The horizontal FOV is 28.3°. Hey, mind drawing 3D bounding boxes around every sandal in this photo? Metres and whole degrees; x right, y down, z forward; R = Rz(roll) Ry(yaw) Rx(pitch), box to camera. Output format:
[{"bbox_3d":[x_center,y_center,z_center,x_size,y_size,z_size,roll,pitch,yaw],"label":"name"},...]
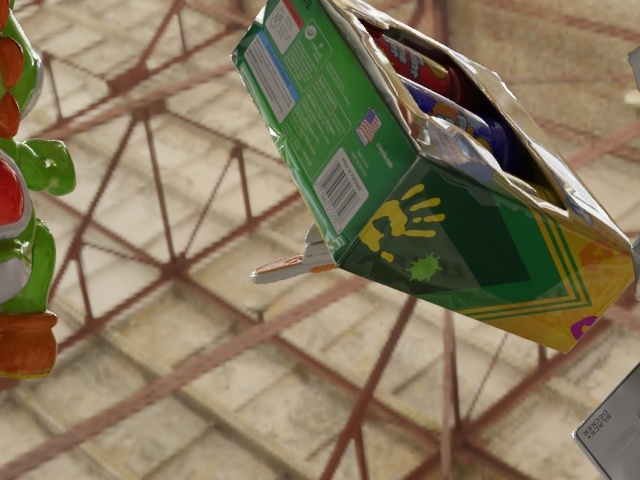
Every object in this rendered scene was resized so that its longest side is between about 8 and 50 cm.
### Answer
[{"bbox_3d":[-0.005,0.004,1.930,0.265,0.076,0.102,-16,-168,26],"label":"sandal"}]

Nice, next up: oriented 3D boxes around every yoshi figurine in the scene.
[{"bbox_3d":[-0.309,-0.069,1.048,0.203,0.362,0.203,5,-167,8],"label":"yoshi figurine"}]

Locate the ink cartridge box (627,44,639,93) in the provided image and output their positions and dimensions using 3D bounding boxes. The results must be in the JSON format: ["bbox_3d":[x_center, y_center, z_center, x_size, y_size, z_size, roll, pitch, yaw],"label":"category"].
[{"bbox_3d":[0.234,-0.083,0.803,0.045,0.145,0.179,-7,-156,43],"label":"ink cartridge box"}]

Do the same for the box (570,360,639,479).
[{"bbox_3d":[0.400,0.244,1.290,0.169,0.087,0.290,-50,-148,11],"label":"box"}]

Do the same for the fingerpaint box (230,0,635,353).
[{"bbox_3d":[0.133,-0.107,1.546,0.371,0.163,0.444,22,-153,-34],"label":"fingerpaint box"}]

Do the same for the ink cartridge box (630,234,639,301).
[{"bbox_3d":[0.363,0.069,1.121,0.189,0.232,0.066,41,-86,20],"label":"ink cartridge box"}]
